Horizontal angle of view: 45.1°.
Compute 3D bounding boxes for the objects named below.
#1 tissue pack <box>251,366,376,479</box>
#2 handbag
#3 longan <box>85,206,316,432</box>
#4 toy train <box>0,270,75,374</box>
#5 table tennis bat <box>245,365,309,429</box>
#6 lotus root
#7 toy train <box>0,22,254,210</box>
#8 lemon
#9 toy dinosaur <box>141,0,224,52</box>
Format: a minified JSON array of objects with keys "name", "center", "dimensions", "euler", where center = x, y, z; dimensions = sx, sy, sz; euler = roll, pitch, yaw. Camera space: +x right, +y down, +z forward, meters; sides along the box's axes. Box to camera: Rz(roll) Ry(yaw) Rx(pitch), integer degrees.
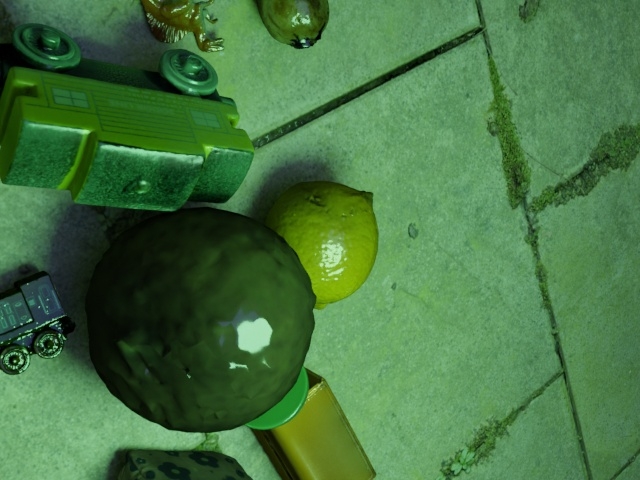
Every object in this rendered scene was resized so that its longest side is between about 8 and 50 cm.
[{"name":"tissue pack","center":[-0.036,0.393,1.566],"dimensions":[0.145,0.194,0.274],"euler":[-39,117,-24]},{"name":"handbag","center":[-0.261,0.513,1.444],"dimensions":[0.251,0.190,0.193],"euler":[16,99,-40]},{"name":"longan","center":[-0.194,0.135,1.296],"dimensions":[0.391,0.391,0.391],"euler":[-7,102,-34]},{"name":"toy train","center":[-0.520,0.150,1.251],"dimensions":[0.225,0.090,0.137],"euler":[-25,105,-29]},{"name":"table tennis bat","center":[-0.120,0.239,1.470],"dimensions":[0.160,0.257,0.039],"euler":[-24,149,-6]},{"name":"lotus root","center":[-0.062,-0.463,1.443],"dimensions":[0.138,0.138,0.214],"euler":[-35,105,-25]},{"name":"toy train","center":[-0.312,-0.181,1.205],"dimensions":[0.442,0.272,0.179],"euler":[3,138,-36]},{"name":"lemon","center":[-0.002,0.009,1.505],"dimensions":[0.228,0.228,0.253],"euler":[14,92,-36]},{"name":"toy dinosaur","center":[-0.268,-0.405,1.358],"dimensions":[0.212,0.057,0.142],"euler":[-4,120,-23]}]
